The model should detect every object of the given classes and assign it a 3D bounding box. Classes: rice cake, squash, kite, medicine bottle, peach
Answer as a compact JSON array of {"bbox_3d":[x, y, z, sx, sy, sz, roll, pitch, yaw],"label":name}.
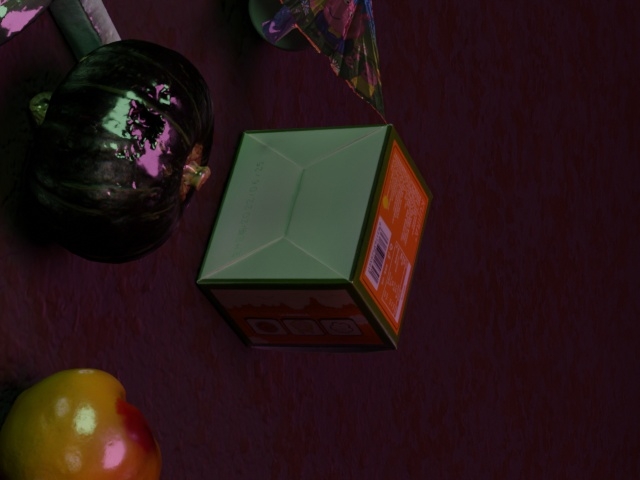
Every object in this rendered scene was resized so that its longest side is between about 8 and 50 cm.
[{"bbox_3d":[-0.200,-0.182,1.444,0.034,0.043,0.211,-62,142,-38],"label":"rice cake"},{"bbox_3d":[-0.168,-0.075,1.385,0.193,0.156,0.193,-3,90,-86],"label":"squash"},{"bbox_3d":[-0.006,-0.269,1.697,0.321,0.016,0.234,51,43,-7],"label":"kite"},{"bbox_3d":[0.008,-0.305,1.827,0.260,0.095,0.095,-56,138,-51],"label":"medicine bottle"},{"bbox_3d":[-0.199,0.177,1.338,0.138,0.138,0.138,-1,90,-65],"label":"peach"}]

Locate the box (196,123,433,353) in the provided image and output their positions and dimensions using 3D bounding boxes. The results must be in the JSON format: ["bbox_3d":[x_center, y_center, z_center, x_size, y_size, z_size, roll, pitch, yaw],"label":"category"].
[{"bbox_3d":[0.000,0.000,1.700,0.148,0.177,0.195,54,42,-49],"label":"box"}]

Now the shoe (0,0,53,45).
[{"bbox_3d":[-0.252,-0.283,1.276,0.149,0.109,0.293,61,34,-38],"label":"shoe"}]
